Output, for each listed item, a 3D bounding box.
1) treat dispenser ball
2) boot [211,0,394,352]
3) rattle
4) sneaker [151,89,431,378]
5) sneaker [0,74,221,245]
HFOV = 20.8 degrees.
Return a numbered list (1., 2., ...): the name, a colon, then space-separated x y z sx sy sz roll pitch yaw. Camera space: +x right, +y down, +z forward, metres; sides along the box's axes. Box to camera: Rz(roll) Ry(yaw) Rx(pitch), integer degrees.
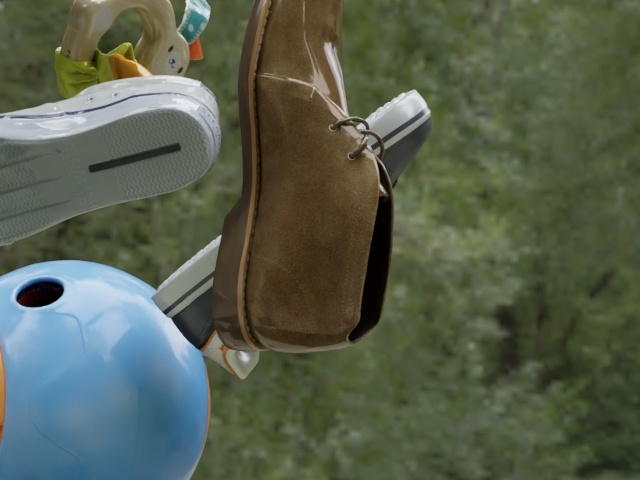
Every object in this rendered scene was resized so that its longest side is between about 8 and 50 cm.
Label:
1. treat dispenser ball: -0.253 0.164 1.736 0.288 0.288 0.288 7 -6 1
2. boot: 0.005 -0.071 1.232 0.115 0.305 0.112 2 -7 28
3. rattle: -0.122 -0.160 1.523 0.143 0.130 0.200 7 5 37
4. sneaker: 0.000 0.000 1.573 0.321 0.127 0.126 -39 3 25
5. sneaker: -0.191 -0.058 1.247 0.258 0.094 0.091 -7 21 9
